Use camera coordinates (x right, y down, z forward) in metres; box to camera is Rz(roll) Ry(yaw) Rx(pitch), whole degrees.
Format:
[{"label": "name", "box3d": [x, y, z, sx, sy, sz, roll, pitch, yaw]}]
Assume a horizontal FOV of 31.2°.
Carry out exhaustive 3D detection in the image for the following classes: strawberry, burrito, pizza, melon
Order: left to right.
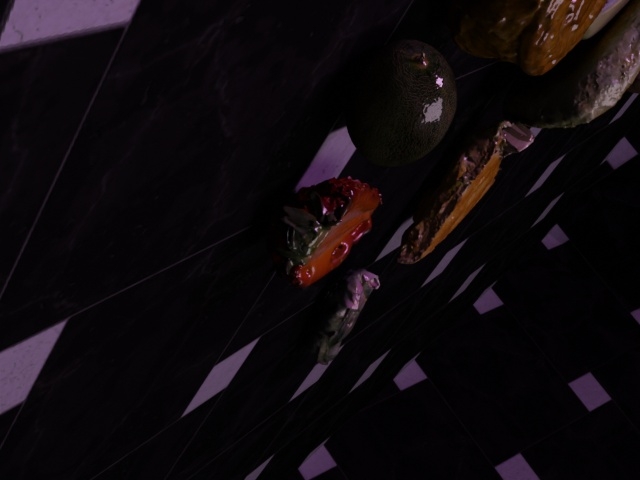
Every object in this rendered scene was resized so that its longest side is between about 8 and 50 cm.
[{"label": "strawberry", "box3d": [-0.002, -0.023, 1.340, 0.192, 0.085, 0.140, -47, 161, -27]}, {"label": "burrito", "box3d": [0.027, 0.133, 1.948, 0.096, 0.066, 0.309, -44, 170, -27]}, {"label": "melon", "box3d": [0.085, -0.143, 1.199, 0.114, 0.114, 0.167, -40, 168, -30]}, {"label": "pizza", "box3d": [0.244, -0.115, 1.917, 0.280, 0.075, 0.287, -42, 165, -41]}]

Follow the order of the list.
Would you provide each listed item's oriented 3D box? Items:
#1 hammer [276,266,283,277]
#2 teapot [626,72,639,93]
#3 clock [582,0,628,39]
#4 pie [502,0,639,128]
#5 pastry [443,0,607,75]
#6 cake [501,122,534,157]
[{"label": "hammer", "box3d": [0.000, 0.000, 1.559, 0.178, 0.021, 0.065, -31, 158, -54]}, {"label": "teapot", "box3d": [0.509, -0.314, 1.842, 0.185, 0.268, 0.175, 52, 42, -43]}, {"label": "clock", "box3d": [0.386, -0.396, 1.475, 0.235, 0.096, 0.308, -47, 167, 5]}, {"label": "pie", "box3d": [0.398, -0.281, 1.705, 0.323, 0.070, 0.323, -47, -165, 17]}, {"label": "pastry", "box3d": [0.238, -0.301, 1.245, 0.240, 0.132, 0.235, -50, 160, -23]}, {"label": "cake", "box3d": [0.349, -0.186, 2.145, 0.051, 0.055, 0.140, -47, -175, -10]}]
